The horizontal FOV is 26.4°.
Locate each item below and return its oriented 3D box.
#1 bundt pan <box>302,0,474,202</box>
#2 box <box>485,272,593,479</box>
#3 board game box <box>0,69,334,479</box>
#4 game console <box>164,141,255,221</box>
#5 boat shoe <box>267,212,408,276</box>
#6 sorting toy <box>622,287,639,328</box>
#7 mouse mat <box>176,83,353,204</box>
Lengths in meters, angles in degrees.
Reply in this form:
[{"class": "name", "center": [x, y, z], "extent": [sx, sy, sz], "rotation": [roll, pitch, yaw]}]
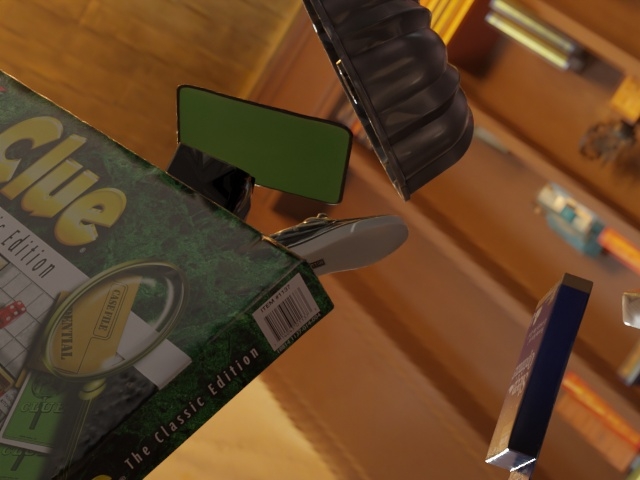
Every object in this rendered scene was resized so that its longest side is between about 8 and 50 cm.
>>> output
[{"class": "bundt pan", "center": [0.084, -0.219, 1.662], "extent": [0.331, 0.124, 0.331], "rotation": [63, -178, -3]}, {"class": "box", "center": [0.216, 0.154, 1.386], "extent": [0.036, 0.225, 0.136], "rotation": [19, 165, 3]}, {"class": "board game box", "center": [-0.122, 0.011, 0.504], "extent": [0.259, 0.136, 0.030], "rotation": [30, 154, 47]}, {"class": "game console", "center": [-0.194, -0.004, 1.312], "extent": [0.044, 0.213, 0.361], "rotation": [28, 178, -36]}, {"class": "boat shoe", "center": [0.000, 0.000, 1.720], "extent": [0.078, 0.219, 0.070], "rotation": [76, 177, -53]}, {"class": "sorting toy", "center": [0.378, 0.013, 0.914], "extent": [0.257, 0.089, 0.255], "rotation": [-8, -171, -19]}, {"class": "mouse mat", "center": [-0.062, -0.099, 1.444], "extent": [0.189, 0.007, 0.153], "rotation": [16, 150, 4]}]
